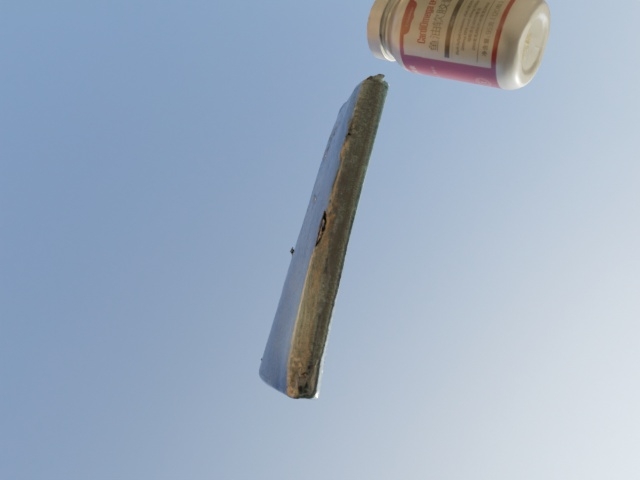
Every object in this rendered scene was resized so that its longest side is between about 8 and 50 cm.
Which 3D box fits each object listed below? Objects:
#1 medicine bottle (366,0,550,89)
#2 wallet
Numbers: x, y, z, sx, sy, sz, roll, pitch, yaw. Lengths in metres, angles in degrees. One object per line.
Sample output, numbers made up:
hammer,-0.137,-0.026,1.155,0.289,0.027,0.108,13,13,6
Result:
medicine bottle,0.201,-0.311,0.807,0.250,0.131,0.131,23,-113,33
wallet,0.000,0.000,0.667,0.046,0.191,0.379,16,-100,-12
